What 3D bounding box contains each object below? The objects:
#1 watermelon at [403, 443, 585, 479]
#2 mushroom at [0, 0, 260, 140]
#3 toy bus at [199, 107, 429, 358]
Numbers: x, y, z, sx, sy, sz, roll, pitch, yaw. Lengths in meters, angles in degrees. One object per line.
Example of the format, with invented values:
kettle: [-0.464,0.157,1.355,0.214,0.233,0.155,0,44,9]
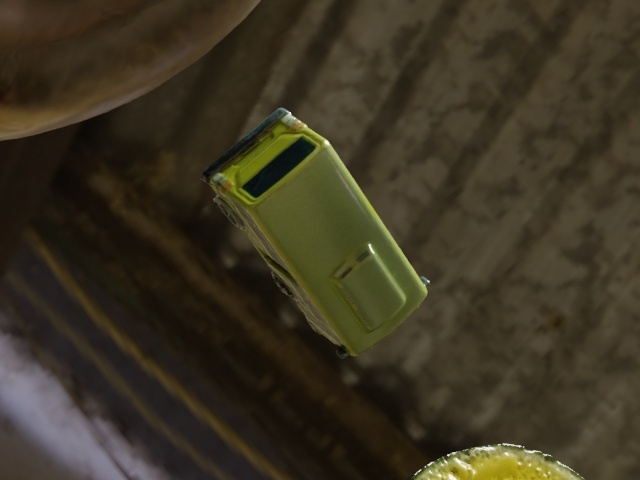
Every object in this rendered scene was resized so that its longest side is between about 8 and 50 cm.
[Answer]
watermelon: [0.094,0.244,1.431,0.129,0.301,0.123,37,-44,19]
mushroom: [-0.145,-0.212,0.765,0.294,0.362,0.362,30,-46,61]
toy bus: [0.000,0.000,1.390,0.175,0.088,0.101,55,-11,-32]
